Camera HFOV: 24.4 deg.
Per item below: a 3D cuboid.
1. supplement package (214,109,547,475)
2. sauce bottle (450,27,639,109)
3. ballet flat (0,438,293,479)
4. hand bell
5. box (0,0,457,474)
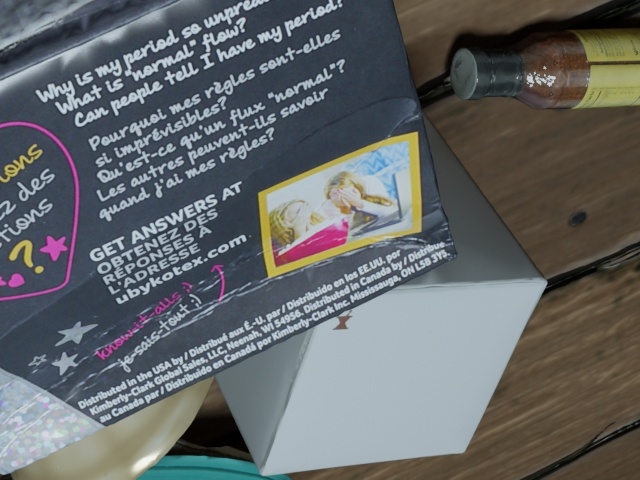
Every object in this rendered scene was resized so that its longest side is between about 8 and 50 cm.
[{"bbox_3d":[0.000,0.000,0.655,0.105,0.179,0.105,-1,130,-28],"label":"supplement package"},{"bbox_3d":[0.126,-0.087,0.746,0.128,0.042,0.042,-3,131,-25],"label":"sauce bottle"},{"bbox_3d":[-0.197,0.207,0.808,0.409,0.147,0.147,-12,135,-15],"label":"ballet flat"},{"bbox_3d":[-0.162,0.001,0.641,0.126,0.126,0.242,-36,126,6],"label":"hand bell"},{"bbox_3d":[-0.089,-0.082,0.476,0.163,0.247,0.142,-25,136,-5],"label":"box"}]
